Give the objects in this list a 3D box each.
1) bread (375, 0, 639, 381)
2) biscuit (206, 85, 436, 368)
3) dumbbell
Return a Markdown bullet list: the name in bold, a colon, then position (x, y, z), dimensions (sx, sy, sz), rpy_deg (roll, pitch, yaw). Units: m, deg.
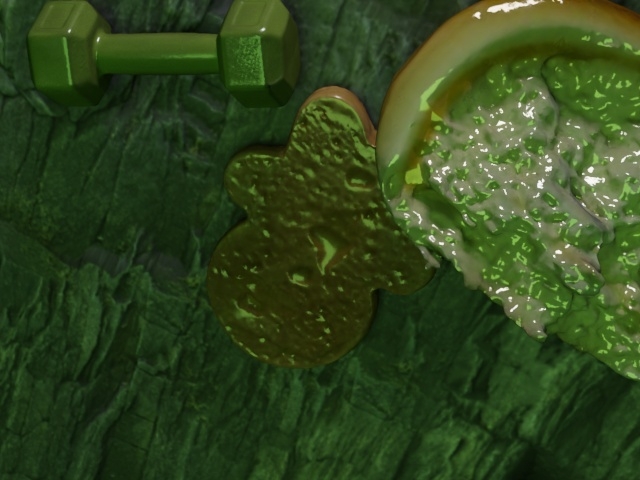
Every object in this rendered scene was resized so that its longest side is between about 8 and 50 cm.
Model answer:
- **bread**: position (0.248, -0.042, 0.985), dimensions (0.424, 0.245, 0.329), rpy_deg (34, 77, -3)
- **biscuit**: position (0.000, -0.001, 1.180), dimensions (0.275, 0.052, 0.354), rpy_deg (27, 116, 3)
- **dumbbell**: position (-0.176, -0.209, 1.112), dimensions (0.302, 0.121, 0.108), rpy_deg (2, 140, 12)
